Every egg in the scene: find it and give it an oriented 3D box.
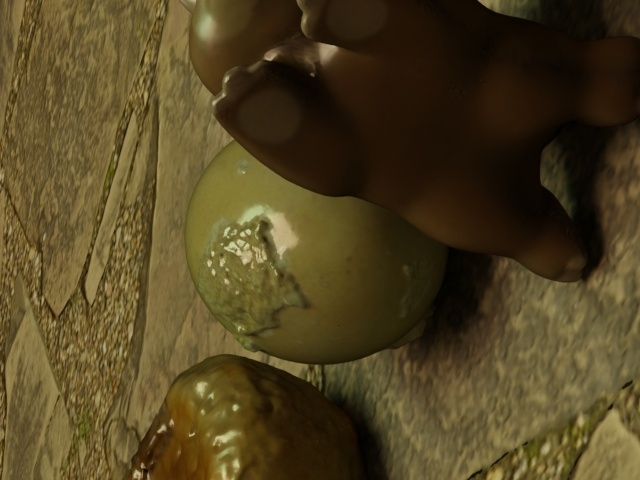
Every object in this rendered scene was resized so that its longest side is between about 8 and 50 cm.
[{"bbox_3d":[-0.002,-0.003,1.239,0.201,0.164,0.164,-164,78,-66],"label":"egg"}]

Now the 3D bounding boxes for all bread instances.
[{"bbox_3d":[-0.054,0.195,1.374,0.244,0.134,0.244,-173,90,-68],"label":"bread"}]

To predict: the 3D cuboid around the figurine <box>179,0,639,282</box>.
[{"bbox_3d":[0.038,-0.107,1.083,0.173,0.247,0.177,-101,25,-59],"label":"figurine"}]
